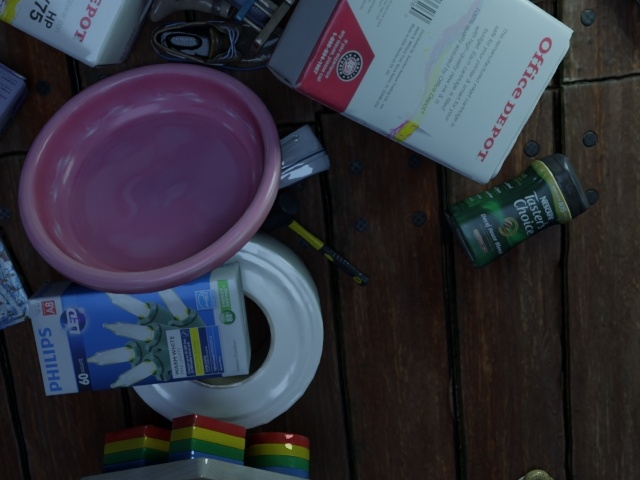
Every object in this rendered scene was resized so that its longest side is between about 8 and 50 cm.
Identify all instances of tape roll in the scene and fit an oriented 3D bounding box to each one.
[{"bbox_3d":[-0.138,0.122,1.156,0.286,0.100,0.287,-1,103,-3],"label":"tape roll"}]

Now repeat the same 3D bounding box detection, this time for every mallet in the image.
[{"bbox_3d":[0.000,0.000,1.156,0.189,0.039,0.062,33,136,-13],"label":"mallet"}]

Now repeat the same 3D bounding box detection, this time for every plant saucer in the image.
[{"bbox_3d":[-0.208,-0.074,1.041,0.331,0.084,0.332,-4,61,7],"label":"plant saucer"}]

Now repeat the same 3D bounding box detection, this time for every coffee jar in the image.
[{"bbox_3d":[0.273,-0.043,1.142,0.184,0.079,0.096,-29,103,4],"label":"coffee jar"}]

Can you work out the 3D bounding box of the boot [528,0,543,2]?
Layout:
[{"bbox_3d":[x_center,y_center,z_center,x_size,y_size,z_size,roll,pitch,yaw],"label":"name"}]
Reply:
[{"bbox_3d":[0.288,-0.462,1.052,0.115,0.112,0.306,-14,101,-30],"label":"boot"}]

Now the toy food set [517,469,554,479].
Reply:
[{"bbox_3d":[0.335,0.399,1.278,0.082,0.020,0.083,42,98,-11],"label":"toy food set"}]

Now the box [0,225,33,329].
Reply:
[{"bbox_3d":[-0.469,0.059,1.165,0.093,0.027,0.137,-20,103,1],"label":"box"}]

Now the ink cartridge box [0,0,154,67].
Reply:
[{"bbox_3d":[-0.329,-0.359,0.984,0.270,0.197,0.198,27,101,-8],"label":"ink cartridge box"}]

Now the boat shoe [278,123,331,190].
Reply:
[{"bbox_3d":[-0.100,-0.087,1.127,0.226,0.083,0.076,-25,91,-8],"label":"boat shoe"}]

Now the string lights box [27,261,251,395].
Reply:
[{"bbox_3d":[-0.226,0.112,1.059,0.259,0.077,0.134,-7,104,-1],"label":"string lights box"}]

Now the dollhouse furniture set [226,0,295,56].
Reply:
[{"bbox_3d":[-0.084,-0.318,0.959,0.129,0.183,0.129,35,85,-9],"label":"dollhouse furniture set"}]

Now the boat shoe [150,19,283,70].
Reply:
[{"bbox_3d":[-0.132,-0.256,1.083,0.183,0.066,0.066,-2,103,-2],"label":"boat shoe"}]

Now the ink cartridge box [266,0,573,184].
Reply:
[{"bbox_3d":[0.122,-0.235,1.018,0.306,0.131,0.226,23,103,-30],"label":"ink cartridge box"}]

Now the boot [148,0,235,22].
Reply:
[{"bbox_3d":[-0.155,-0.312,1.065,0.087,0.042,0.119,30,74,7],"label":"boot"}]

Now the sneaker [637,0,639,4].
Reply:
[{"bbox_3d":[0.453,-0.339,1.093,0.070,0.051,0.134,-41,97,12],"label":"sneaker"}]

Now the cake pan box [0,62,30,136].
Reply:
[{"bbox_3d":[-0.554,-0.170,1.050,0.266,0.070,0.246,30,78,-9],"label":"cake pan box"}]

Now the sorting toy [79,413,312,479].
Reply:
[{"bbox_3d":[-0.147,0.309,1.122,0.257,0.090,0.255,-20,147,37],"label":"sorting toy"}]
